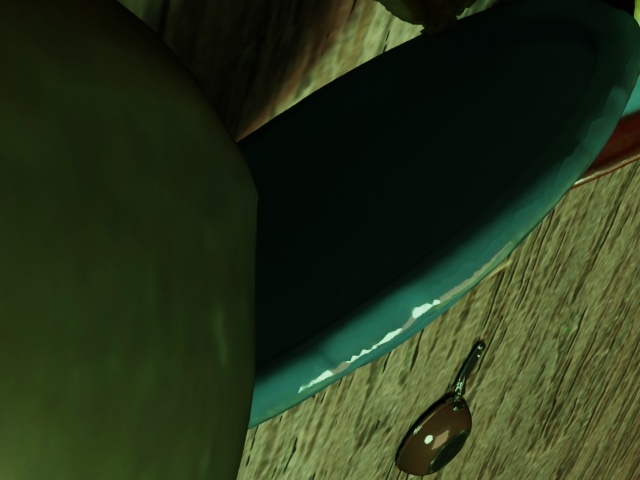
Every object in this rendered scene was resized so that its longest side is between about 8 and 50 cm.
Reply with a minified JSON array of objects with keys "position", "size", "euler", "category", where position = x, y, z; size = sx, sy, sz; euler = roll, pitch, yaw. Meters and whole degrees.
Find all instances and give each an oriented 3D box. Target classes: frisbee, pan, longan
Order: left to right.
[{"position":[-0.154,0.036,0.451],"size":[0.300,0.243,0.300],"euler":[-19,146,-14],"category":"longan"},{"position":[0.003,0.004,0.675],"size":[0.289,0.049,0.289],"euler":[-31,-162,11],"category":"frisbee"},{"position":[0.093,0.122,1.230],"size":[0.068,0.023,0.115],"euler":[-11,135,-53],"category":"pan"}]

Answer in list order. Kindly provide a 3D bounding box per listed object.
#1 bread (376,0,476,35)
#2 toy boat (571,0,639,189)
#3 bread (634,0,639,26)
[{"position":[0.042,-0.139,0.739],"size":[0.083,0.076,0.070],"euler":[-34,139,-32],"category":"bread"},{"position":[0.211,-0.126,0.914],"size":[0.392,0.136,0.079],"euler":[-29,122,-5],"category":"toy boat"},{"position":[0.173,-0.147,0.601],"size":[0.125,0.068,0.188],"euler":[-42,160,-18],"category":"bread"}]
